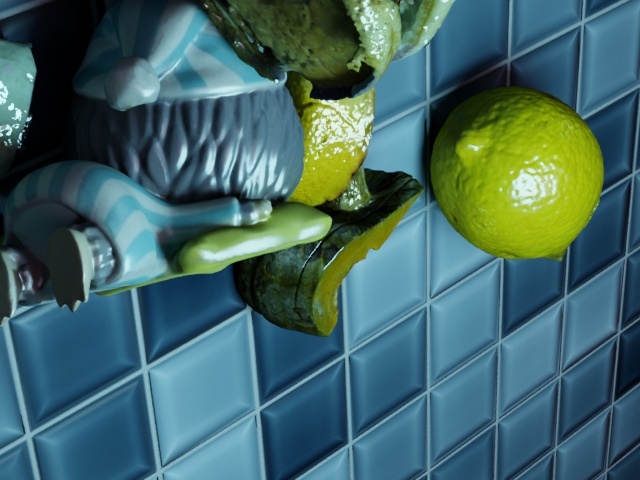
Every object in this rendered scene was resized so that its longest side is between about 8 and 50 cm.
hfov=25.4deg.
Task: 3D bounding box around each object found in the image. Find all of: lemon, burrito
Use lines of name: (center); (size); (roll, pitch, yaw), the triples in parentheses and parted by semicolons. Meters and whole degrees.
lemon: (0.263, -0.095, 1.915); (0.228, 0.228, 0.253); (-52, 139, -12)
burrito: (-0.369, -0.135, 1.302); (0.229, 0.089, 0.143); (10, 92, -52)

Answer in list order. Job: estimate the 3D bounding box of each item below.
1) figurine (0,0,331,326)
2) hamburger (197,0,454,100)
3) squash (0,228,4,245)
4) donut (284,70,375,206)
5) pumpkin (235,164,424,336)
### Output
figurine: (-0.197, -0.134, 1.414); (0.361, 0.266, 0.377); (-14, 87, -54)
hamburger: (-0.004, -0.290, 1.295); (0.195, 0.277, 0.318); (-41, 106, -29)
squash: (-0.378, 0.036, 1.396); (0.293, 0.082, 0.082); (-9, 118, -45)
donut: (-0.011, -0.148, 1.635); (0.101, 0.152, 0.259); (-2, 111, -40)
pumpkin: (0.001, -0.005, 1.755); (0.126, 0.131, 0.248); (34, 84, -52)
